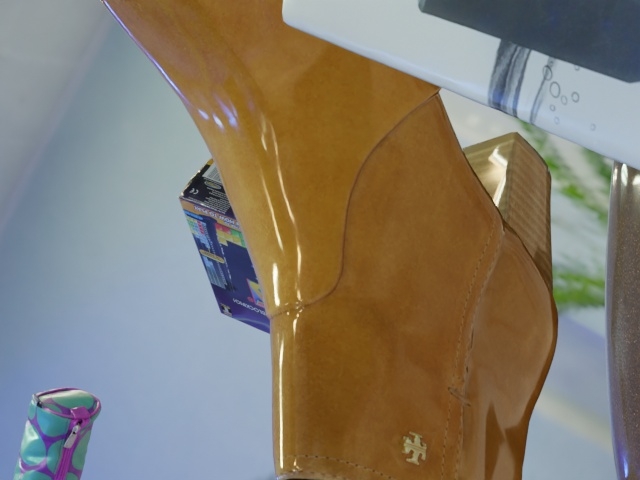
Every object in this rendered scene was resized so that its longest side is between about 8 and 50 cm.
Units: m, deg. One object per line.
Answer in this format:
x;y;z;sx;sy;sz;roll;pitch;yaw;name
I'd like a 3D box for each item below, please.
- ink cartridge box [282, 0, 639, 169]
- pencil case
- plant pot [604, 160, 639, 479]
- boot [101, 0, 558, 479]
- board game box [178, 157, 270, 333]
0.120;-0.125;0.450;0.114;0.273;0.197;-14;-60;-39;ink cartridge box
-0.248;0.213;1.474;0.064;0.070;0.151;7;-76;-28;pencil case
0.261;0.044;0.977;0.215;0.215;0.230;-32;-72;-64;plant pot
0.000;0.001;0.674;0.104;0.295;0.211;-23;44;41;boot
-0.010;0.024;1.169;0.048;0.170;0.141;-52;-33;-29;board game box
